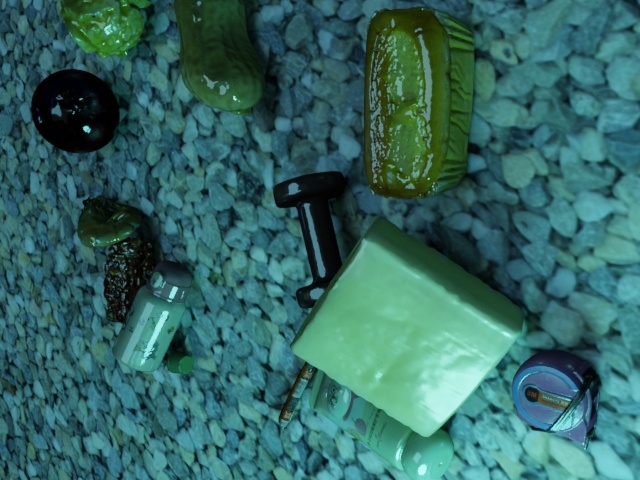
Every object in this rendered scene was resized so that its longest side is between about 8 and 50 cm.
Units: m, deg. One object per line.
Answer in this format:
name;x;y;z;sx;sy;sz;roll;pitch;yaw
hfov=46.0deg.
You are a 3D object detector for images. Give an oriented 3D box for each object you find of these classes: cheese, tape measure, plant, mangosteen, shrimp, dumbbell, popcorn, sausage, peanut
cheese;0.128;0.132;1.135;0.265;0.124;0.242;33;120;1
tape measure;0.334;0.221;1.071;0.118;0.074;0.125;15;109;33
plant;-0.322;0.264;1.647;0.102;0.051;0.051;2;96;46
mangosteen;-0.557;-0.284;1.717;0.230;0.194;0.194;148;108;-69
shrimp;-0.488;-0.053;1.712;0.267;0.145;0.061;35;146;59
dumbbell;0.000;0.000;1.287;0.124;0.140;0.225;-12;86;-3
popcorn;-0.457;-0.490;1.604;0.185;0.167;0.187;-7;87;40
sausage;-0.041;0.283;1.427;0.028;0.025;0.198;26;115;6
peanut;-0.203;-0.365;1.416;0.159;0.143;0.291;-21;79;29

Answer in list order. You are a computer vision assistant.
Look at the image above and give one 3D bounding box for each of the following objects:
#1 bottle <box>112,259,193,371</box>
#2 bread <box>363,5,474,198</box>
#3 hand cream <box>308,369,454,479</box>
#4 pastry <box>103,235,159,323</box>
bottle;-0.349;0.155;1.599;0.110;0.110;0.233;32;101;33
bread;0.147;-0.207;1.156;0.152;0.119;0.288;9;100;43
hand cream;0.094;0.295;1.286;0.306;0.093;0.147;30;112;44
pastry;-0.422;0.091;1.680;0.097;0.115;0.208;9;103;52
